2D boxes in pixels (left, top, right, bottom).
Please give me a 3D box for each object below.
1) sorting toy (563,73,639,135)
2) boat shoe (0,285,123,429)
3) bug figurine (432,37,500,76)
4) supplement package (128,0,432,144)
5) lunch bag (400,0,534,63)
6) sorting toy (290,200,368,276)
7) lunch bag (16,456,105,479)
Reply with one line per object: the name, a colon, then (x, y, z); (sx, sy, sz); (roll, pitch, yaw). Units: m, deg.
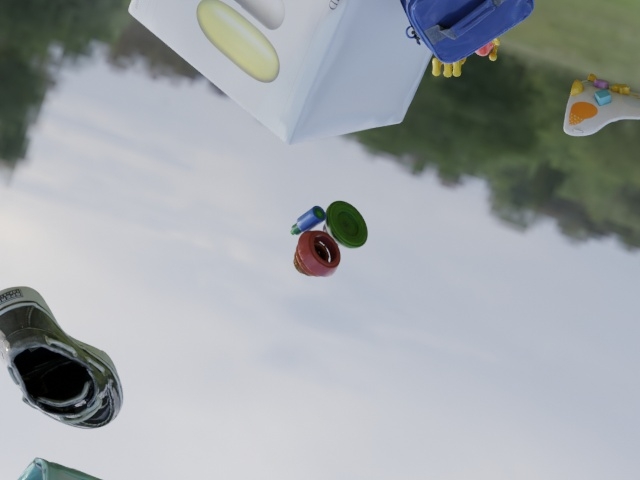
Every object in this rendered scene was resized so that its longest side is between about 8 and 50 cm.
sorting toy: (0.255, -0.114, 1.691); (0.075, 0.045, 0.083); (7, -165, 23)
boat shoe: (-0.222, 0.120, 1.696); (0.070, 0.078, 0.219); (58, -178, 34)
bug figurine: (0.143, -0.359, 2.589); (0.216, 0.279, 0.072); (9, -163, 32)
supplement package: (-0.014, -0.217, 1.614); (0.203, 0.194, 0.149); (40, -147, 27)
lunch bag: (0.105, -0.180, 1.496); (0.067, 0.098, 0.065); (54, -176, -28)
sorting toy: (0.000, 0.000, 1.917); (0.061, 0.042, 0.102); (51, -140, -5)
lunch bag: (-0.203, 0.335, 1.708); (0.223, 0.262, 0.160); (28, 168, -30)
